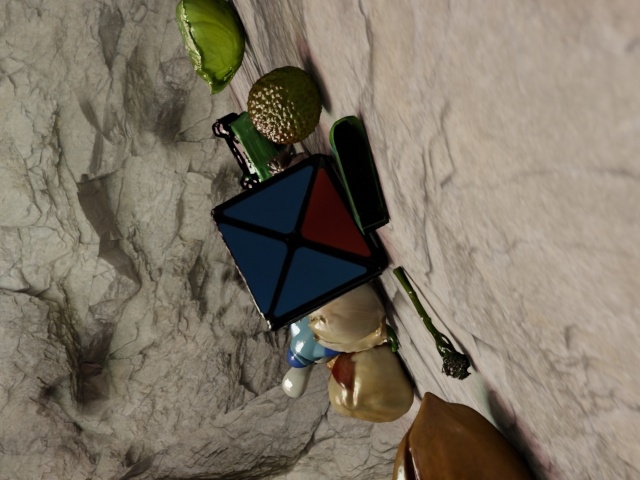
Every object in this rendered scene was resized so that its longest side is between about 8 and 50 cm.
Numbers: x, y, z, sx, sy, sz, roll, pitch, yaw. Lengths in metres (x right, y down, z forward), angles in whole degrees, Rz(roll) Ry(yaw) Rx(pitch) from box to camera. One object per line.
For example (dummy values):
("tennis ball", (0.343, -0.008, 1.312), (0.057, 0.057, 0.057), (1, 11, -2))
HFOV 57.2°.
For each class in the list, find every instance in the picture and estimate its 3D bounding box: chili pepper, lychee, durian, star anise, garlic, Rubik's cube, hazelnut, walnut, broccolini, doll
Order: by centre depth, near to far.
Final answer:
("walnut", (0.204, 0.352, 0.822), (0.203, 0.203, 0.298), (96, 157, -82))
("lychee", (-0.054, -0.202, 0.881), (0.114, 0.114, 0.146), (61, 154, 9))
("broccolini", (0.164, 0.120, 0.889), (0.218, 0.042, 0.044), (-116, 29, -46))
("Rubik's cube", (-0.037, 0.012, 1.130), (0.247, 0.248, 0.250), (63, 177, 7))
("durian", (-0.242, -0.458, 1.326), (0.250, 0.139, 0.101), (68, 178, -48))
("garlic", (0.049, 0.158, 1.380), (0.281, 0.203, 0.185), (64, -165, -70))
("star anise", (-0.060, -0.231, 1.411), (0.148, 0.218, 0.228), (29, -117, -38))
("chili pepper", (0.181, 0.246, 1.491), (0.091, 0.034, 0.030), (63, -151, -25))
("doll", (0.001, 0.252, 1.706), (0.366, 0.187, 0.376), (93, -170, -65))
("hazelnut", (0.157, 0.407, 1.710), (0.261, 0.261, 0.241), (63, -154, -9))

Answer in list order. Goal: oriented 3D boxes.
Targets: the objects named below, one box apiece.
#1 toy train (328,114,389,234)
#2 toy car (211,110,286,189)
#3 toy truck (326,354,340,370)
("toy train", (0.049, -0.094, 0.799), (0.042, 0.044, 0.209), (60, 175, 43))
("toy car", (-0.185, -0.272, 1.661), (0.214, 0.176, 0.358), (62, 172, -13))
("toy truck", (0.085, 0.351, 2.027), (0.204, 0.211, 0.288), (63, 179, -14))
